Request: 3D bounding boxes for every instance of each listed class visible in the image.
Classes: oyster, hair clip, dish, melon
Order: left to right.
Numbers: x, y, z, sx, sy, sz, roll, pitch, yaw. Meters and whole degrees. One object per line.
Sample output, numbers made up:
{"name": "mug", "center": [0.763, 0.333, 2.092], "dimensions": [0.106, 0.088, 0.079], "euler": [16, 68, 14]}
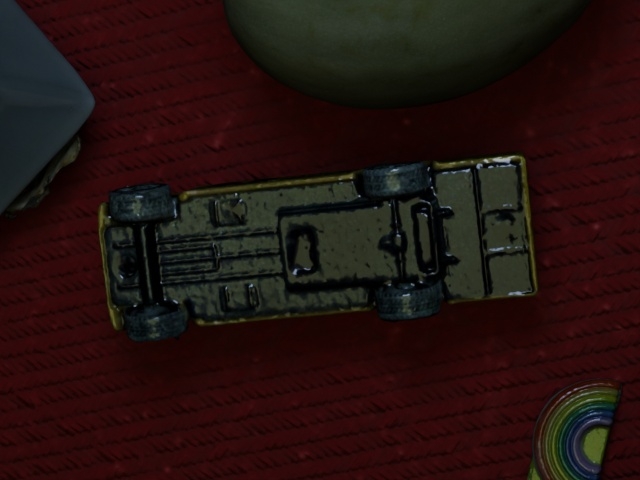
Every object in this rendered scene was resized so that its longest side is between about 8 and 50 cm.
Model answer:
{"name": "dish", "center": [-0.320, -0.089, 1.535], "dimensions": [0.243, 0.080, 0.182], "euler": [-47, 65, 12]}
{"name": "oyster", "center": [-0.247, -0.068, 1.568], "dimensions": [0.148, 0.051, 0.103], "euler": [-29, 68, 17]}
{"name": "melon", "center": [0.059, -0.220, 1.391], "dimensions": [0.308, 0.272, 0.271], "euler": [-8, 96, 24]}
{"name": "hair clip", "center": [0.190, 0.197, 1.537], "dimensions": [0.060, 0.033, 0.188], "euler": [15, 99, 8]}

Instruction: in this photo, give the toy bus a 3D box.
{"name": "toy bus", "center": [0.000, 0.000, 1.498], "dimensions": [0.335, 0.123, 0.121], "euler": [-6, 98, 11]}
